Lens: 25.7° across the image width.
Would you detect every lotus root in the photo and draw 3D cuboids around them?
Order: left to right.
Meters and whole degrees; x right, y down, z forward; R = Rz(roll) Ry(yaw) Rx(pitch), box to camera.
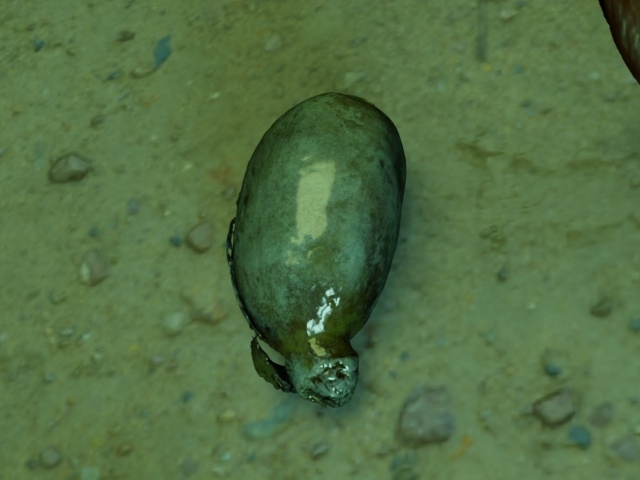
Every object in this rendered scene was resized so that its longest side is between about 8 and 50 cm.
[{"bbox_3d":[-0.003,-0.001,0.672,0.088,0.088,0.165,-1,65,25],"label":"lotus root"}]

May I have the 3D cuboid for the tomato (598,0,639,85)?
[{"bbox_3d":[0.234,-0.094,0.566,0.214,0.181,0.155,-24,55,12],"label":"tomato"}]
